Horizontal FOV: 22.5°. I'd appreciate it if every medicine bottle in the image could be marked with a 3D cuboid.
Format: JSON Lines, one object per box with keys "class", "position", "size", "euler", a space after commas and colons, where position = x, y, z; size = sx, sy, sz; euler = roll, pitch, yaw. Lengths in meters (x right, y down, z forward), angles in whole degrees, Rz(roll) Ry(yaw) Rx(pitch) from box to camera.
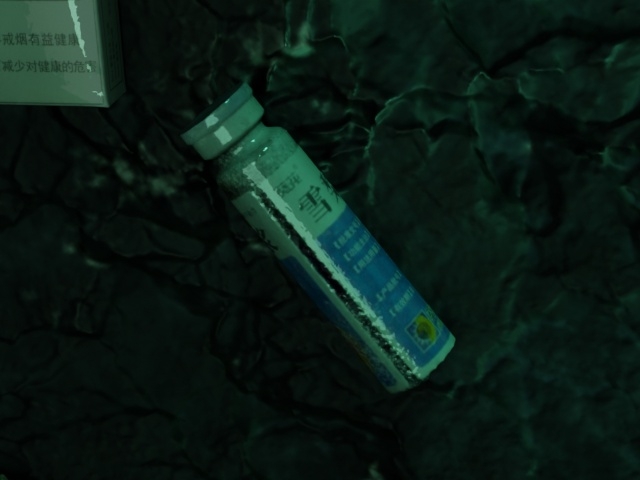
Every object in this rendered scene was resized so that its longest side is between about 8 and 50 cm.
{"class": "medicine bottle", "position": [0.000, 0.000, 0.890], "size": [0.051, 0.051, 0.191], "euler": [-34, 101, 22]}

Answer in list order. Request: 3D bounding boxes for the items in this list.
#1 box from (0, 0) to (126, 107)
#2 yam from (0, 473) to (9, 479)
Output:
{"class": "box", "position": [-0.155, -0.150, 0.867], "size": [0.083, 0.040, 0.154], "euler": [3, 112, 13]}
{"class": "yam", "position": [-0.215, 0.213, 1.033], "size": [0.032, 0.032, 0.145], "euler": [15, 113, 5]}
